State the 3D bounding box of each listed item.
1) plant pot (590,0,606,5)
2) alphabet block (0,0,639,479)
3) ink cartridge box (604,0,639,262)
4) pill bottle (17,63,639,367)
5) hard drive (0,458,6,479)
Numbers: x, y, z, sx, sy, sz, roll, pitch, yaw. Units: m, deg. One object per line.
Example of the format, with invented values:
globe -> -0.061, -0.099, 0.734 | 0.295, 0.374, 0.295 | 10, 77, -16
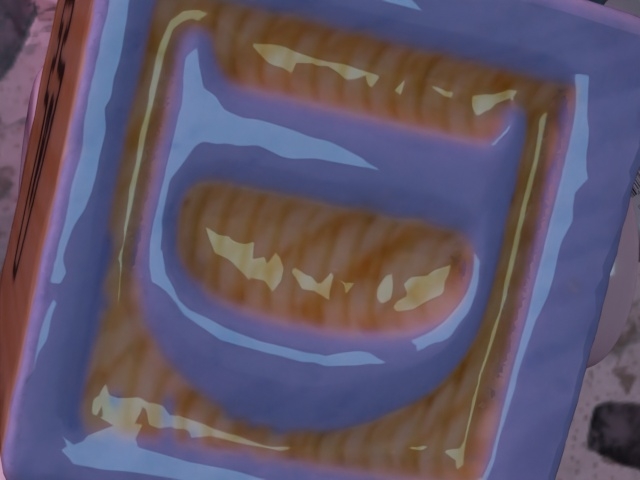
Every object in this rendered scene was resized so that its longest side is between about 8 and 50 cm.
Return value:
plant pot -> 0.025, -0.210, 0.651 | 0.255, 0.271, 0.272 | 26, 87, -28
alphabet block -> -0.016, -0.013, 0.484 | 0.192, 0.197, 0.193 | 13, 96, -16
ink cartridge box -> 0.194, -0.094, 0.791 | 0.127, 0.072, 0.175 | -39, 103, -9
pill bottle -> 0.000, 0.000, 0.689 | 0.323, 0.181, 0.181 | 4, 93, -16
hard drive -> -0.045, 0.188, 0.617 | 0.307, 0.203, 0.040 | 56, 42, -47
